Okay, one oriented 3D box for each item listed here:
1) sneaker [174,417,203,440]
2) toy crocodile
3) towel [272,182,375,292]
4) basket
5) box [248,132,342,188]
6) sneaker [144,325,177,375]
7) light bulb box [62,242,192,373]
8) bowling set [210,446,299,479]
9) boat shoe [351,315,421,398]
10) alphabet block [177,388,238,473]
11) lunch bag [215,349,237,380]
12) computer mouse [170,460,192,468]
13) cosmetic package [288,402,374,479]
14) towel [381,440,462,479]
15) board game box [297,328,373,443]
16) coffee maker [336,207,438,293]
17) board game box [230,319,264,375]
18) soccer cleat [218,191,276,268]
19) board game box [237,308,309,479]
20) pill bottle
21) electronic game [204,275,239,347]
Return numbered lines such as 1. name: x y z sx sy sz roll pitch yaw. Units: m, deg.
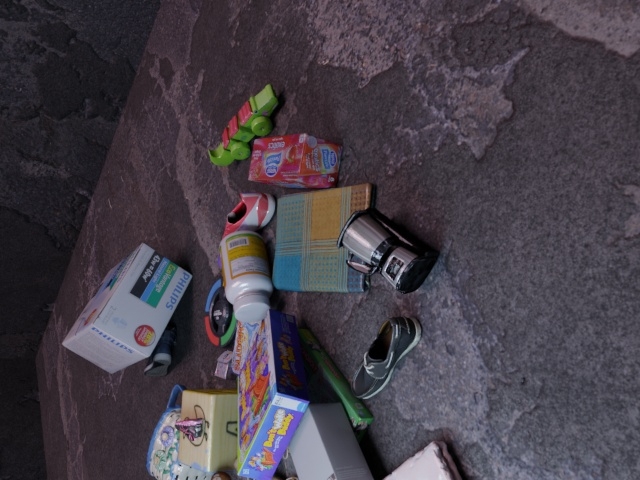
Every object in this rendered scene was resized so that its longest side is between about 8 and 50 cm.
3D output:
1. sneaker: -0.345 0.498 1.480 0.119 0.047 0.057 -23 75 49
2. toy crocodile: -0.245 -0.364 1.806 0.340 0.105 0.115 -40 53 40
3. towel: 0.000 0.000 1.463 0.370 0.040 0.272 -4 80 50
4. basket: -0.426 0.608 1.736 0.288 0.201 0.255 14 87 57
5. box: -0.073 -0.209 1.528 0.256 0.128 0.123 7 88 52
6. sneaker: -0.599 0.409 2.114 0.226 0.086 0.164 -47 39 47
7. light bulb box: -0.703 0.254 2.058 0.361 0.225 0.358 -29 32 46
8. bowling set: -0.158 0.623 1.402 0.154 0.199 0.287 -13 76 49
9. boat shoe: 0.121 0.251 1.215 0.233 0.079 0.084 -60 43 27
10. alphabet block: -0.264 0.517 1.559 0.192 0.193 0.197 -13 72 49
11. lunch bag: -0.284 0.382 1.732 0.071 0.053 0.084 1 73 51
12. computer mouse: -0.433 0.806 1.780 0.184 0.060 0.262 -46 44 -13
13. cosmetic package: 0.021 0.477 1.195 0.127 0.107 0.238 -58 43 29
14. towel: 0.192 0.598 1.063 0.332 0.053 0.317 -52 46 32
15. board game box: -0.015 0.399 1.382 0.317 0.046 0.214 48 119 46
16. coffee maker: 0.153 0.014 1.185 0.178 0.171 0.120 39 137 27
17. board game box: -0.205 0.301 1.659 0.136 0.035 0.202 0 82 52
18. soccer cleat: -0.258 -0.029 1.736 0.318 0.116 0.109 -51 46 32
19. board game box: -0.123 0.355 1.354 0.347 0.078 0.234 -109 41 -66
20. pill bottle: -0.210 0.104 1.612 0.136 0.136 0.246 -47 43 36
21. electronic game: -0.312 0.228 1.806 0.229 0.048 0.230 -15 70 50
